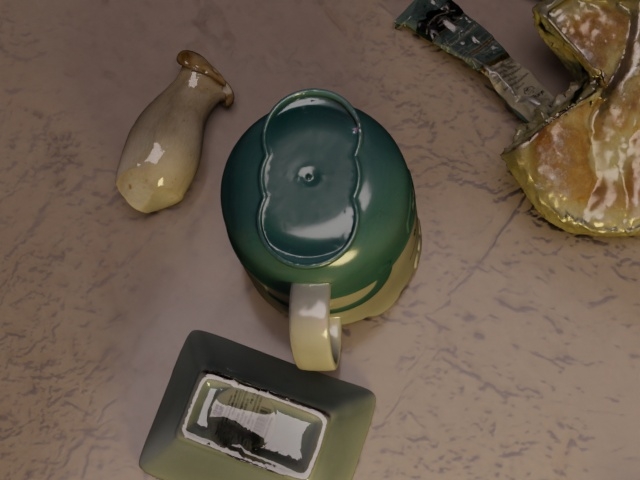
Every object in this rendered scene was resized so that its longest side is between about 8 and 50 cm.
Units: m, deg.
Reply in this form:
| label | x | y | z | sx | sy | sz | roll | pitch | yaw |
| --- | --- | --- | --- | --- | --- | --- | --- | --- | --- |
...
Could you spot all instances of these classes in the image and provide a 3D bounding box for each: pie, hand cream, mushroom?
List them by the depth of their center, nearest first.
| label | x | y | z | sx | sy | sz | roll | pitch | yaw |
| --- | --- | --- | --- | --- | --- | --- | --- | --- | --- |
| pie | 0.376 | -0.156 | 1.518 | 0.337 | 0.075 | 0.338 | 0 | 91 | -8 |
| mushroom | -0.179 | -0.131 | 1.546 | 0.097 | 0.088 | 0.213 | 29 | 70 | -1 |
| hand cream | 0.206 | -0.224 | 1.595 | 0.248 | 0.052 | 0.075 | 42 | 56 | 17 |

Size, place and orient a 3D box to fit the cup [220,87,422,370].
| label | x | y | z | sx | sy | sz | roll | pitch | yaw |
| --- | --- | --- | --- | --- | --- | --- | --- | --- | --- |
| cup | 0.000 | 0.000 | 1.423 | 0.219 | 0.257 | 0.290 | 2 | 74 | 7 |

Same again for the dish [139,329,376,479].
| label | x | y | z | sx | sy | sz | roll | pitch | yaw |
| --- | --- | --- | --- | --- | --- | --- | --- | --- | --- |
| dish | -0.073 | 0.214 | 1.449 | 0.243 | 0.080 | 0.182 | 18 | 75 | 7 |
